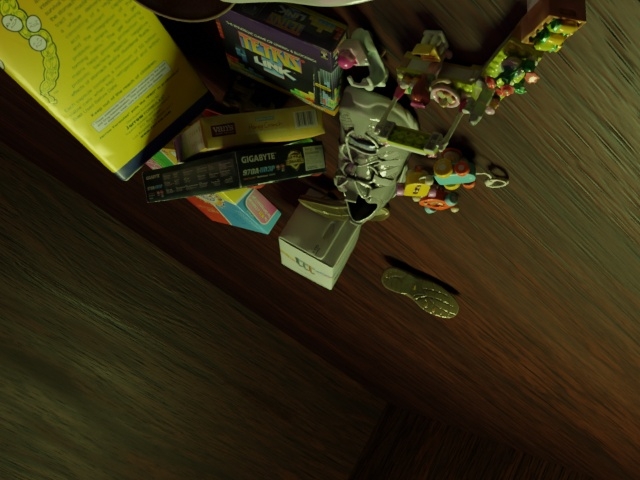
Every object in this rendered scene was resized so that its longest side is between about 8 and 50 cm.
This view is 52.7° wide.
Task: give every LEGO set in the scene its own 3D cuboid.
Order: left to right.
[{"bbox_3d":[0.136,-0.156,0.659,0.287,0.107,0.132,11,154,50],"label":"LEGO set"}]

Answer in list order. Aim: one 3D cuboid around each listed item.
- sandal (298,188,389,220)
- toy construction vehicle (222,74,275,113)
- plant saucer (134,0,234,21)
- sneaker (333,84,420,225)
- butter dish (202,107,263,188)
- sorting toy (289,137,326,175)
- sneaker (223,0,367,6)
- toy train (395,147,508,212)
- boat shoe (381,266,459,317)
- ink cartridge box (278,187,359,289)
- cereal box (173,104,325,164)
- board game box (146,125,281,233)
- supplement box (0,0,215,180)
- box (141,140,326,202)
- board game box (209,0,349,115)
[{"bbox_3d":[0.046,-0.071,1.193,0.180,0.049,0.072,4,158,28],"label":"sandal"},{"bbox_3d":[-0.117,-0.221,1.043,0.098,0.035,0.086,30,164,2],"label":"toy construction vehicle"},{"bbox_3d":[-0.169,-0.336,0.712,0.198,0.036,0.198,13,146,9],"label":"plant saucer"},{"bbox_3d":[0.071,-0.106,0.907,0.105,0.115,0.281,25,163,20],"label":"sneaker"},{"bbox_3d":[-0.156,-0.146,1.186,0.160,0.118,0.160,23,163,27],"label":"butter dish"},{"bbox_3d":[-0.023,-0.155,1.082,0.061,0.042,0.102,4,140,27],"label":"sorting toy"},{"bbox_3d":[-0.020,-0.288,0.598,0.217,0.079,0.121,6,133,23],"label":"sneaker"},{"bbox_3d":[0.179,-0.086,0.916,0.125,0.046,0.166,10,163,-25],"label":"toy train"},{"bbox_3d":[0.219,0.105,1.394,0.178,0.064,0.060,28,-166,14],"label":"boat shoe"},{"bbox_3d":[0.000,0.000,1.326,0.127,0.128,0.176,29,163,7],"label":"ink cartridge box"},{"bbox_3d":[-0.116,-0.155,0.967,0.240,0.173,0.047,-176,75,-70],"label":"cereal box"},{"bbox_3d":[-0.271,-0.143,1.495,0.242,0.064,0.316,13,156,47],"label":"board game box"},{"bbox_3d":[-0.341,-0.285,0.886,0.194,0.195,0.356,42,172,34],"label":"supplement box"},{"bbox_3d":[-0.128,-0.101,0.958,0.220,0.051,0.175,-4,-172,43],"label":"box"},{"bbox_3d":[-0.047,-0.245,0.827,0.170,0.048,0.141,27,165,13],"label":"board game box"}]
